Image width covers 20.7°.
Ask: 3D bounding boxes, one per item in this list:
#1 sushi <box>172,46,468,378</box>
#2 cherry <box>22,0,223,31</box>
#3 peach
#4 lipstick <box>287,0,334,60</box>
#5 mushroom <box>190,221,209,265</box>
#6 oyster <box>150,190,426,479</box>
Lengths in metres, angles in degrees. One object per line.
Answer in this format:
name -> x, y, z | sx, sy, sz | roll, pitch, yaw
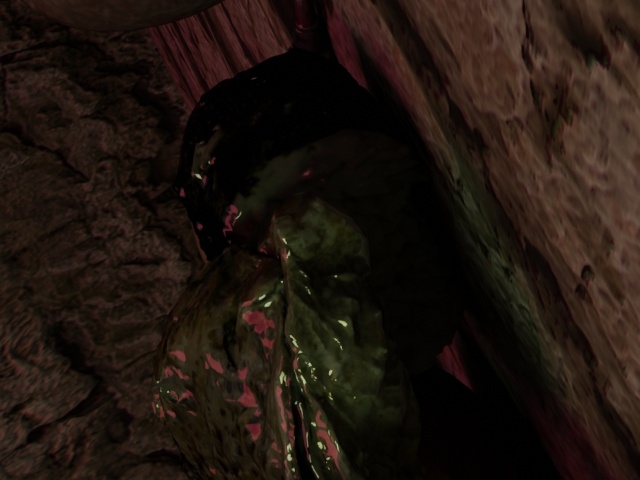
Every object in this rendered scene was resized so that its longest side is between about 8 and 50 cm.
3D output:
sushi -> 0.000, 0.000, 1.065 | 0.126, 0.136, 0.225 | 61, 174, 40
cherry -> -0.093, -0.185, 0.923 | 0.140, 0.176, 0.176 | 33, -163, -41
peach -> 0.051, 0.190, 1.167 | 0.243, 0.199, 0.243 | 161, 90, -77
lipstick -> -0.007, -0.128, 1.131 | 0.107, 0.025, 0.025 | 82, 162, -56
mushroom -> -0.038, -0.022, 1.469 | 0.166, 0.127, 0.166 | -18, -90, -73
oyster -> -0.013, 0.097, 0.972 | 0.198, 0.112, 0.268 | 59, 154, 8
